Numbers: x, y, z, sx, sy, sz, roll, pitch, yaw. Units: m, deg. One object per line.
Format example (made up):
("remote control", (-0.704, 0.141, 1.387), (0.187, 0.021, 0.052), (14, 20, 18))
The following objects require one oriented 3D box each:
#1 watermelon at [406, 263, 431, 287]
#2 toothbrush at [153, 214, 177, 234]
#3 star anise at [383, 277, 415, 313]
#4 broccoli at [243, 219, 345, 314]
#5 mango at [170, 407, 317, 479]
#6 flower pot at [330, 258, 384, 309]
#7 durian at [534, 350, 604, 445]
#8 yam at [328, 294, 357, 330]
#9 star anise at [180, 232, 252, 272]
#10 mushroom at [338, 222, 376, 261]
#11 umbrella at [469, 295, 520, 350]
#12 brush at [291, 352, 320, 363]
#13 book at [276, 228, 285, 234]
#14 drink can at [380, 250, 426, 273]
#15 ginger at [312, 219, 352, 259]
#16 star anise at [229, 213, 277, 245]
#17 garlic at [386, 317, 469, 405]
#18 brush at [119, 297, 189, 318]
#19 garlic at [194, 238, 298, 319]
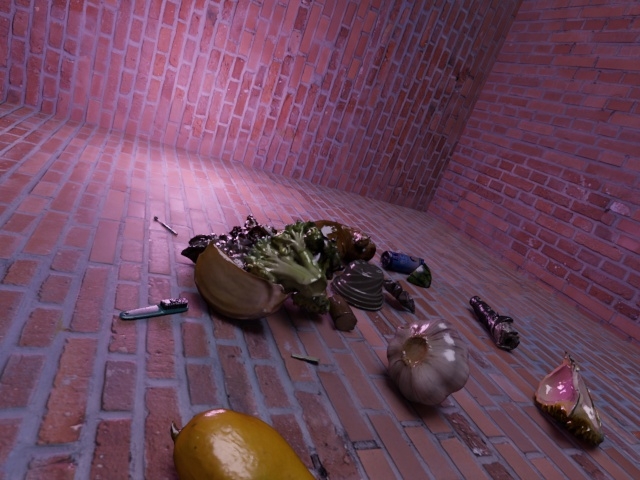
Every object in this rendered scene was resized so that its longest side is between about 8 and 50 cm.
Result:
("watermelon", (0.494, 0.186, 2.065), (0.136, 0.125, 0.094), (-5, -4, -17))
("toothbrush", (-0.631, -0.063, 1.641), (0.167, 0.014, 0.011), (31, 12, 30))
("star anise", (0.334, 0.223, 1.698), (0.182, 0.065, 0.195), (46, -5, -31))
("broccoli", (-0.067, 0.087, 1.309), (0.348, 0.293, 0.281), (15, 13, -36))
("mango", (-0.124, 0.400, 0.702), (0.317, 0.119, 0.176), (32, 17, 7))
("flower pot", (0.171, 0.167, 1.639), (0.236, 0.140, 0.235), (19, 16, -6))
("durian", (0.817, 0.532, 1.280), (0.196, 0.185, 0.305), (42, 25, 4))
("yam", (0.070, 0.248, 1.393), (0.084, 0.084, 0.127), (13, 22, -21))
("star anise", (-0.333, 0.054, 1.459), (0.332, 0.117, 0.331), (23, 18, -8))
("mushroom", (0.145, 0.015, 2.013), (0.297, 0.162, 0.278), (19, 4, -27))
("umbrella", (0.773, 0.350, 1.800), (0.106, 0.112, 0.357), (-4, 20, -2))
("brush", (-0.042, 0.332, 1.134), (0.084, 0.013, 0.016), (12, 14, -1))
("book", (-0.171, -0.007, 1.977), (0.192, 0.013, 0.168), (32, 22, 33))
("drink can", (0.439, 0.120, 2.135), (0.236, 0.097, 0.097), (12, 20, -21))
("ginger", (-0.003, 0.001, 1.808), (0.270, 0.222, 0.200), (34, 34, 18))
("star anise", (-0.257, -0.017, 1.695), (0.238, 0.148, 0.346), (5, 10, -31))
("garlic", (0.323, 0.369, 1.165), (0.253, 0.245, 0.245), (47, 0, -36))
("brush", (-0.447, 0.183, 1.100), (0.043, 0.032, 0.194), (34, 21, 35))
("garlic", (-0.231, 0.149, 1.184), (0.339, 0.196, 0.151), (30, 36, 20))
